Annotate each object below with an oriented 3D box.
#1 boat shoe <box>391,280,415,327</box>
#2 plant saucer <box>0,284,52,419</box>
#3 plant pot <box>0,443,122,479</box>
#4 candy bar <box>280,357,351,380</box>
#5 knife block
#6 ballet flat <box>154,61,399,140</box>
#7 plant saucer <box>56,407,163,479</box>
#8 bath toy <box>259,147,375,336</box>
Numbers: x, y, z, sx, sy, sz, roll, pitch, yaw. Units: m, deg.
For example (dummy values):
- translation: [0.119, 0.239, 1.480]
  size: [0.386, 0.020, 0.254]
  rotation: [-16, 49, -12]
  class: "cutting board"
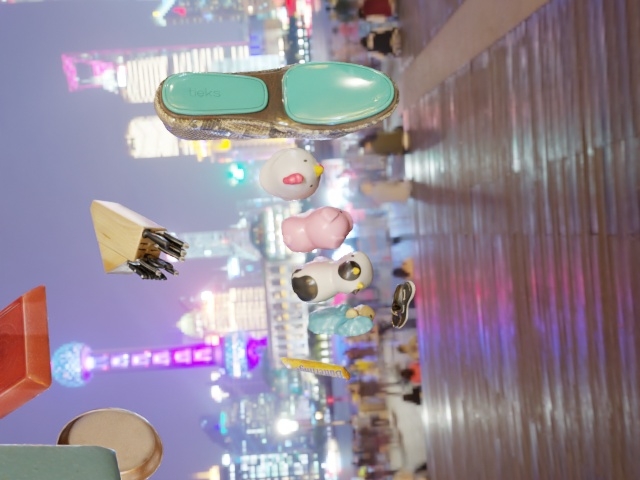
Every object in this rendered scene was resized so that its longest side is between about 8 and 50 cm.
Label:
- translation: [0.180, 0.148, 1.804]
  size: [0.046, 0.038, 0.125]
  rotation: [47, 133, 39]
  class: "boat shoe"
- translation: [-0.718, 0.261, 1.817]
  size: [0.047, 0.258, 0.259]
  rotation: [25, -138, -48]
  class: "plant saucer"
- translation: [-0.247, 0.301, 0.488]
  size: [0.247, 0.247, 0.252]
  rotation: [-53, 49, 18]
  class: "plant pot"
- translation: [-0.008, 0.258, 1.606]
  size: [0.018, 0.161, 0.040]
  rotation: [-60, -42, -32]
  class: "candy bar"
- translation: [-0.455, -0.018, 2.025]
  size: [0.088, 0.242, 0.276]
  rotation: [9, -122, -56]
  class: "knife block"
- translation: [-0.087, -0.266, 1.610]
  size: [0.182, 0.482, 0.164]
  rotation: [89, 179, -70]
  class: "ballet flat"
- translation: [-0.337, 0.330, 1.279]
  size: [0.029, 0.168, 0.169]
  rotation: [-99, 5, -62]
  class: "plant saucer"
- translation: [0.000, 0.000, 1.424]
  size: [0.129, 0.151, 0.348]
  rotation: [-144, 34, -76]
  class: "bath toy"
